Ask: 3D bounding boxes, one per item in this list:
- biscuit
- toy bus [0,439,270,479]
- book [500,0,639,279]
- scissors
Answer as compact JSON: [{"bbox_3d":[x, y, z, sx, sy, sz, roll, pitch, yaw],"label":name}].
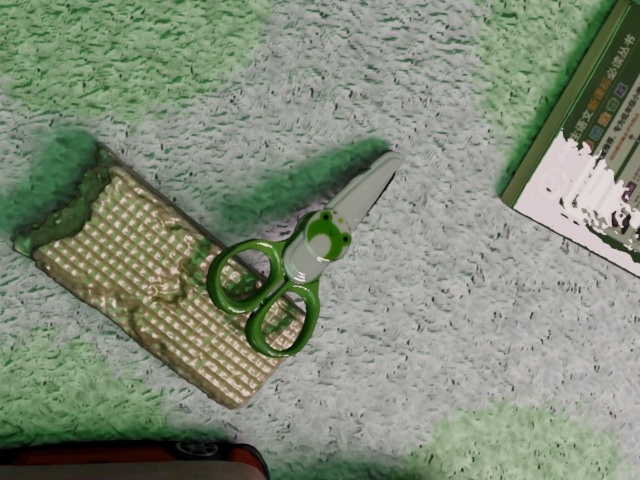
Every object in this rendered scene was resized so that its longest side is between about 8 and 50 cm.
[{"bbox_3d":[-0.123,0.034,1.515,0.239,0.062,0.108,40,93,-22],"label":"biscuit"},{"bbox_3d":[-0.180,0.240,1.522,0.303,0.147,0.127,1,112,-15],"label":"toy bus"},{"bbox_3d":[0.311,-0.060,1.625,0.264,0.027,0.202,27,99,-22],"label":"book"},{"bbox_3d":[0.000,0.000,1.519,0.204,0.027,0.101,-46,110,-22],"label":"scissors"}]
